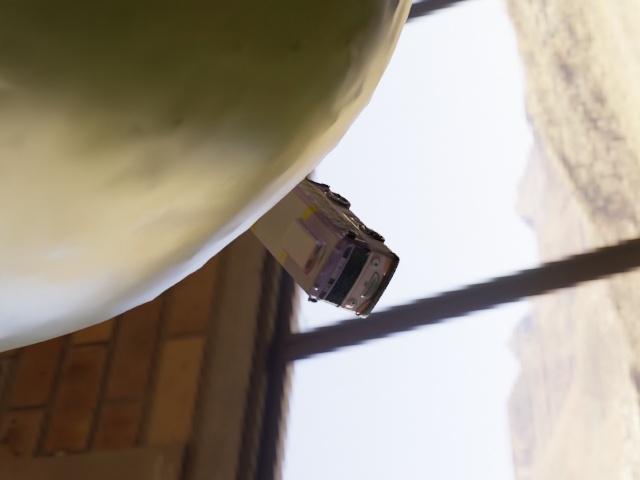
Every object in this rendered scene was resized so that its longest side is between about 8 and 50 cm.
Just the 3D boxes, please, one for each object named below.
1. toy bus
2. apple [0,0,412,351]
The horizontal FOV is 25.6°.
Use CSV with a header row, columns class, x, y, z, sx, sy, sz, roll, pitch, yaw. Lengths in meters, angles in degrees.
class,x,y,z,sx,sy,sz,roll,pitch,yaw
toy bus,0.000,0.000,0.888,0.058,0.052,0.102,18,-162,-37
apple,-0.128,-0.125,0.443,0.357,0.357,0.357,-7,-90,-78
